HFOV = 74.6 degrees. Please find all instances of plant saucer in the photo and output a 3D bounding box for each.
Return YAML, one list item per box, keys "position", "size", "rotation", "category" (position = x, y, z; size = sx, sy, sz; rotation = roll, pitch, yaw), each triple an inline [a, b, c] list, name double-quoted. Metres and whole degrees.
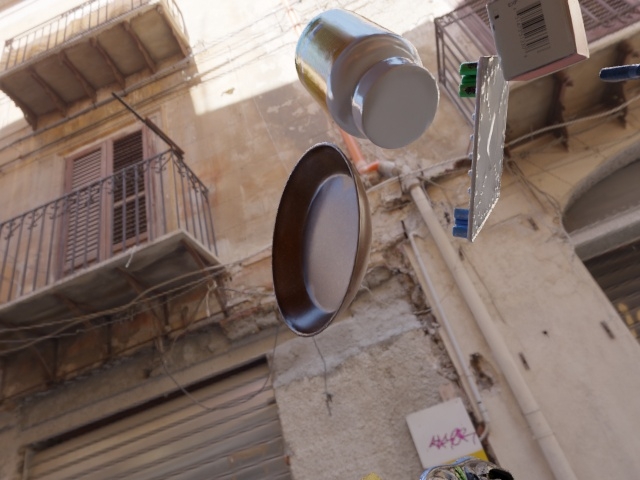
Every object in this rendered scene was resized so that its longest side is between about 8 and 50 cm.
- position: [0.000, 0.000, 0.441]
  size: [0.036, 0.199, 0.199]
  rotation: [6, -40, -28]
  category: "plant saucer"

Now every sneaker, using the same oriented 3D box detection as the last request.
- position: [0.186, 0.318, 0.528]
  size: [0.188, 0.067, 0.078]
  rotation: [7, -18, -43]
  category: "sneaker"

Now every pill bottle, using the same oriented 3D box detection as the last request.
- position: [0.049, -0.193, 0.497]
  size: [0.117, 0.208, 0.118]
  rotation: [-12, -50, -14]
  category: "pill bottle"

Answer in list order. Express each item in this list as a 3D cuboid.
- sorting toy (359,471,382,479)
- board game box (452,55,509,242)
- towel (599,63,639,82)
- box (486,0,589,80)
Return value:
- position: [0.037, 0.250, 0.171]
  size: [0.228, 0.307, 0.041]
  rotation: [27, -56, -18]
  category: "sorting toy"
- position: [0.403, -0.243, 1.039]
  size: [0.390, 0.050, 0.391]
  rotation: [-35, -53, -52]
  category: "board game box"
- position: [0.646, -0.344, 0.858]
  size: [0.067, 0.119, 0.029]
  rotation: [-11, -72, -28]
  category: "towel"
- position: [0.437, -0.409, 0.830]
  size: [0.126, 0.149, 0.232]
  rotation: [-12, 10, 40]
  category: "box"
